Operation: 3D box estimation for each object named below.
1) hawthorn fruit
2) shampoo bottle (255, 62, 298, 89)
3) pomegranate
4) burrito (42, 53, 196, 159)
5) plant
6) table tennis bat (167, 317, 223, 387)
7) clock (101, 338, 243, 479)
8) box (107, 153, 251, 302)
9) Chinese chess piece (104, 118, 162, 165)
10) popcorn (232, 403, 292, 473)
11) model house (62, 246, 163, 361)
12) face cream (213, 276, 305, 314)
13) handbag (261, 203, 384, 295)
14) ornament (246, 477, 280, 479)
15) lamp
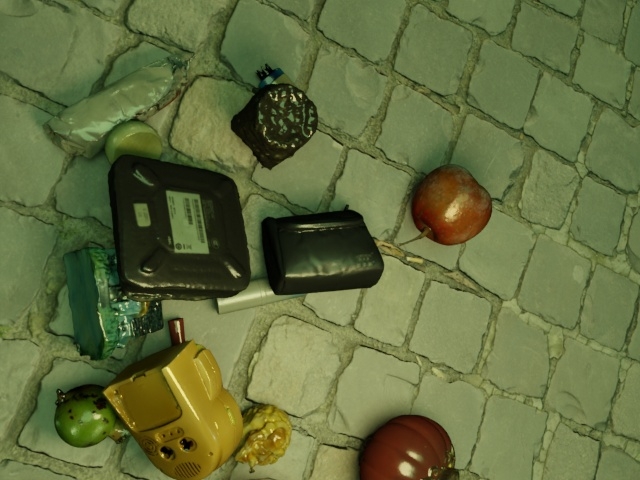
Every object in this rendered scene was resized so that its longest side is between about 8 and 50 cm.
[{"bbox_3d":[0.387,-0.093,1.646,0.235,0.231,0.262,24,118,-10],"label":"hawthorn fruit"},{"bbox_3d":[-0.112,-0.432,1.599,0.087,0.050,0.183,-44,98,-13],"label":"shampoo bottle"},{"bbox_3d":[-0.534,0.425,1.336,0.220,0.156,0.156,14,80,-34],"label":"pomegranate"},{"bbox_3d":[-0.496,-0.365,1.444,0.446,0.101,0.139,-37,82,-17],"label":"burrito"},{"bbox_3d":[-0.132,-0.307,1.470,0.188,0.276,0.199,-47,108,-12],"label":"plant"},{"bbox_3d":[-0.364,0.361,1.454,0.201,0.038,0.309,-7,90,-18],"label":"table tennis bat"},{"bbox_3d":[-0.333,0.420,1.322,0.244,0.200,0.316,-22,96,23],"label":"clock"},{"bbox_3d":[-0.343,-0.028,1.368,0.350,0.091,0.358,6,65,-44],"label":"box"},{"bbox_3d":[-0.482,-0.239,1.419,0.144,0.144,0.058,-31,58,-18],"label":"Chinese chess piece"},{"bbox_3d":[-0.158,0.514,1.438,0.180,0.180,0.170,-2,52,-18],"label":"popcorn"},{"bbox_3d":[-0.474,0.141,1.357,0.241,0.226,0.261,-6,88,-43],"label":"model house"},{"bbox_3d":[-0.165,0.141,1.512,0.250,0.077,0.077,-10,88,-18],"label":"face cream"},{"bbox_3d":[0.001,-0.001,1.489,0.302,0.178,0.274,-5,60,-17],"label":"handbag"},{"bbox_3d":[-0.142,0.745,1.334,0.337,0.337,0.336,2,84,-17],"label":"ornament"},{"bbox_3d":[0.237,0.625,1.494,0.303,0.257,0.302,-18,115,-46],"label":"lamp"}]
